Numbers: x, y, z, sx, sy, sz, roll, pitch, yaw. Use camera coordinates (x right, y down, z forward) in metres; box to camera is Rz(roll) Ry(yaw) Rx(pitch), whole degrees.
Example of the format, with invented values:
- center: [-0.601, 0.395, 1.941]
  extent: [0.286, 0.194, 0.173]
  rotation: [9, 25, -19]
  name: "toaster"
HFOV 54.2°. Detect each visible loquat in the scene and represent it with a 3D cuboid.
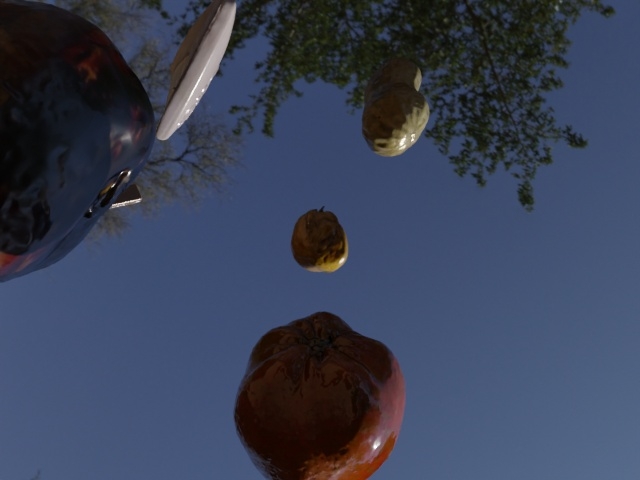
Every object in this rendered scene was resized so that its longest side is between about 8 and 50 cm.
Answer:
- center: [0.000, 0.000, 1.290]
  extent: [0.137, 0.113, 0.137]
  rotation: [26, -60, 57]
  name: "loquat"

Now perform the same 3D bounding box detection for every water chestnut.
- center: [-0.362, -0.120, 0.676]
  extent: [0.350, 0.350, 0.302]
  rotation: [-40, -79, 26]
  name: "water chestnut"

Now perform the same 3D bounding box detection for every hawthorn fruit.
- center: [-0.005, 0.170, 0.633]
  extent: [0.189, 0.189, 0.189]
  rotation: [-7, -102, 37]
  name: "hawthorn fruit"

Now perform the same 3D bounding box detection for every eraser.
- center: [-0.204, -0.307, 1.063]
  extent: [0.243, 0.059, 0.204]
  rotation: [-43, -146, 37]
  name: "eraser"

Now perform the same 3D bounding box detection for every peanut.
- center: [0.137, -0.247, 1.126]
  extent: [0.120, 0.110, 0.236]
  rotation: [-29, -147, 40]
  name: "peanut"

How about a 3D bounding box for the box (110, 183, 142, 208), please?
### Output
- center: [-0.505, -0.109, 1.561]
  extent: [0.025, 0.115, 0.048]
  rotation: [-36, -101, 44]
  name: "box"
